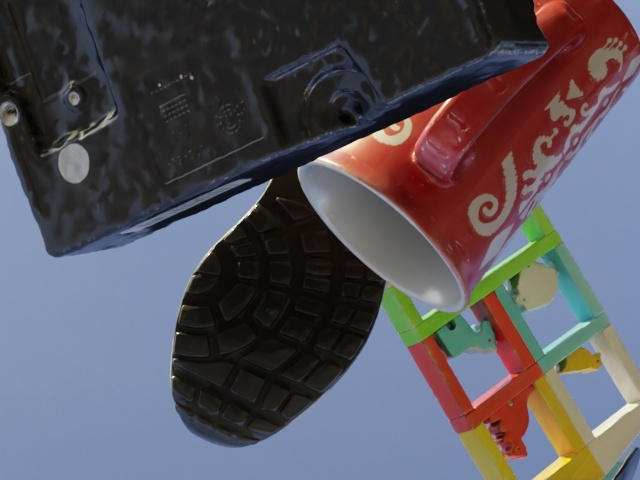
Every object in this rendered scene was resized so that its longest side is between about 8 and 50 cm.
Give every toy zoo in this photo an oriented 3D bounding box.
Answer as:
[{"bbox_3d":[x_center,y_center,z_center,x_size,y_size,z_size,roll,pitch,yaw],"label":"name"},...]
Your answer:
[{"bbox_3d":[0.189,0.114,1.444,0.192,0.030,0.293,-31,-88,-30],"label":"toy zoo"}]

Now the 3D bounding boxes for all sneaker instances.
[{"bbox_3d":[0.000,0.000,0.978,0.107,0.124,0.283,23,-103,6],"label":"sneaker"}]

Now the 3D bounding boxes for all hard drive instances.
[{"bbox_3d":[-0.069,-0.189,0.677,0.064,0.237,0.339,-12,-100,-59],"label":"hard drive"}]

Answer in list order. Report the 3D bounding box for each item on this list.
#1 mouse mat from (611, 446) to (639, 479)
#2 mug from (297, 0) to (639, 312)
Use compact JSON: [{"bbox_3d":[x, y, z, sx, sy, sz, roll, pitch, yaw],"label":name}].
[{"bbox_3d":[0.179,0.245,1.140,0.007,0.189,0.152,28,-123,23],"label":"mouse mat"},{"bbox_3d":[0.093,-0.059,0.834,0.169,0.150,0.113,-47,-69,-16],"label":"mug"}]
